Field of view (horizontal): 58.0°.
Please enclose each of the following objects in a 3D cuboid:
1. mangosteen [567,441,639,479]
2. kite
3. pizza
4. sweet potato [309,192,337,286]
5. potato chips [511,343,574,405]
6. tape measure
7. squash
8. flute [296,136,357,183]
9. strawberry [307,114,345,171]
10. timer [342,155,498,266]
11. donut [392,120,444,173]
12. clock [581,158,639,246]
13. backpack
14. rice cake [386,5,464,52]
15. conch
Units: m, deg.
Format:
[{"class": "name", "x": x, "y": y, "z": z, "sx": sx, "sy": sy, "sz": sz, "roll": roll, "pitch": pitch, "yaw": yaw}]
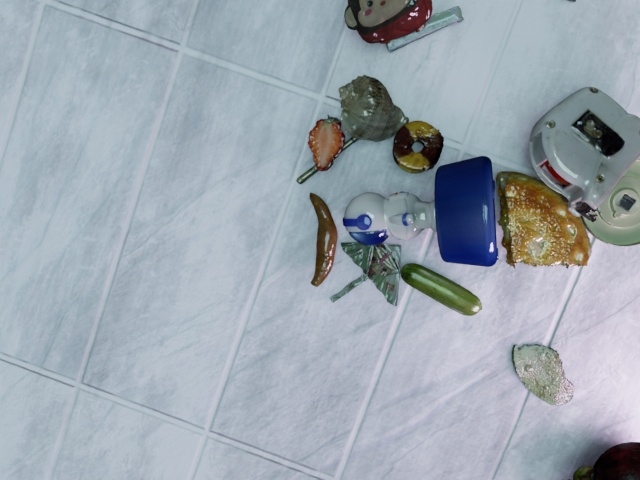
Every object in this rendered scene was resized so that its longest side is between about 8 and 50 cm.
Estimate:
[{"class": "mangosteen", "x": 0.805, "y": 0.660, "z": 1.463, "sx": 0.311, "sy": 0.311, "sz": 0.311, "roll": 0, "pitch": 96, "yaw": 4}, {"class": "kite", "x": 0.125, "y": 0.095, "z": 1.563, "sx": 0.250, "sy": 0.012, "sz": 0.229, "roll": -41, "pitch": 82, "yaw": 17}, {"class": "pizza", "x": 0.550, "y": -0.031, "z": 1.490, "sx": 0.335, "sy": 0.086, "sz": 0.226, "roll": 43, "pitch": 91, "yaw": -5}, {"class": "sweet potato", "x": 0.010, "y": -0.003, "z": 1.555, "sx": 0.078, "sy": 0.058, "sz": 0.255, "roll": -1, "pitch": 92, "yaw": 25}, {"class": "potato chips", "x": 0.607, "y": 0.356, "z": 1.568, "sx": 0.209, "sy": 0.026, "sz": 0.142, "roll": 28, "pitch": 101, "yaw": 3}, {"class": "tape measure", "x": 0.653, "y": -0.225, "z": 1.417, "sx": 0.265, "sy": 0.130, "sz": 0.258, "roll": 42, "pitch": 82, "yaw": 4}, {"class": "squash", "x": 0.323, "y": 0.130, "z": 1.541, "sx": 0.238, "sy": 0.069, "sz": 0.069, "roll": 29, "pitch": 97, "yaw": 1}, {"class": "flute", "x": 0.030, "y": -0.225, "z": 1.543, "sx": 0.233, "sy": 0.027, "sz": 0.027, "roll": -37, "pitch": 93, "yaw": 7}, {"class": "strawberry", "x": 0.017, "y": -0.255, "z": 1.520, "sx": 0.103, "sy": 0.048, "sz": 0.152, "roll": 10, "pitch": 90, "yaw": 20}, {"class": "timer", "x": 0.245, "y": -0.061, "z": 1.457, "sx": 0.383, "sy": 0.270, "sz": 0.271, "roll": -3, "pitch": 96, "yaw": 18}, {"class": "donut", "x": 0.249, "y": -0.235, "z": 1.491, "sx": 0.140, "sy": 0.059, "sz": 0.141, "roll": 1, "pitch": 75, "yaw": -3}, {"class": "clock", "x": 0.792, "y": -0.100, "z": 1.500, "sx": 0.234, "sy": 0.029, "sz": 0.235, "roll": 0, "pitch": 96, "yaw": 4}, {"class": "backpack", "x": 0.166, "y": -0.609, "z": 1.435, "sx": 0.229, "sy": 0.139, "sz": 0.229, "roll": -3, "pitch": 83, "yaw": 28}, {"class": "rice cake", "x": 0.266, "y": -0.546, "z": 1.486, "sx": 0.210, "sy": 0.034, "sz": 0.043, "roll": -22, "pitch": 95, "yaw": 6}, {"class": "conch", "x": 0.129, "y": -0.333, "z": 1.492, "sx": 0.207, "sy": 0.130, "sz": 0.155, "roll": 25, "pitch": 111, "yaw": -22}]
